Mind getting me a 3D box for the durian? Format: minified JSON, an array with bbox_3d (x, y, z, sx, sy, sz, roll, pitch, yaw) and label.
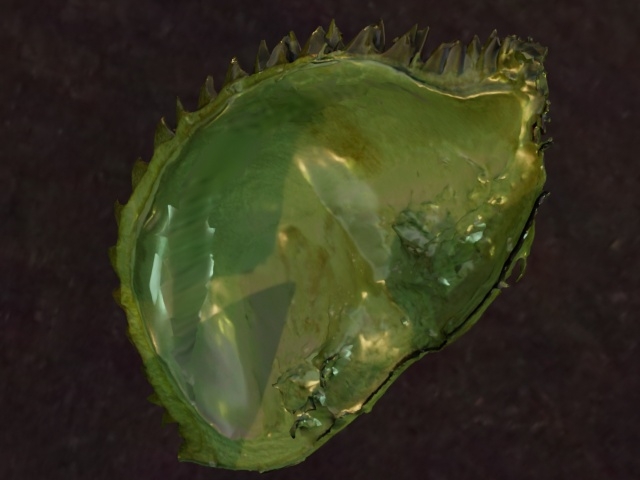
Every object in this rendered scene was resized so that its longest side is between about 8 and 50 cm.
[{"bbox_3d":[-0.009,-0.003,0.839,0.163,0.394,0.198,20,49,-35],"label":"durian"}]
